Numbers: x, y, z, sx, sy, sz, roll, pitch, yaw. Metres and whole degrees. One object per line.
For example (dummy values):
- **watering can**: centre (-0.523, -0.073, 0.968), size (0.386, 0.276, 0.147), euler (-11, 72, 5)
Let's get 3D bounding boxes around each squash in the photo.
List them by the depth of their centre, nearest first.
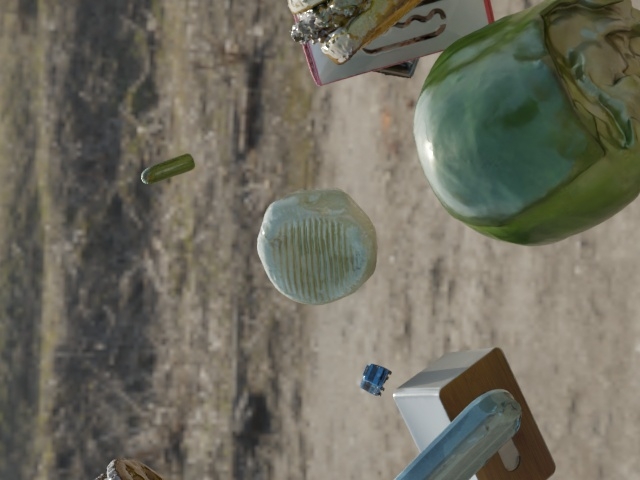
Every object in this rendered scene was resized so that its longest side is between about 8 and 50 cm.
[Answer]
- **squash**: centre (-0.227, -0.104, 1.862), size (0.027, 0.083, 0.027), euler (39, 141, 42)

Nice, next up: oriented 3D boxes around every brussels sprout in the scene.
- **brussels sprout**: centre (0.277, -0.154, 1.573), size (0.314, 0.276, 0.371), euler (-27, 20, 48)

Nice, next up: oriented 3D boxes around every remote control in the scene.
- **remote control**: centre (0.185, 0.308, 1.776), size (0.247, 0.104, 0.052), euler (-46, 52, 6)

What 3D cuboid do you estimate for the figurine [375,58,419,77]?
- **figurine**: centre (0.084, -0.447, 2.433), size (0.308, 0.143, 0.309), euler (163, 90, -79)

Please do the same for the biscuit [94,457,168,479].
- **biscuit**: centre (-0.207, 0.374, 1.679), size (0.066, 0.220, 0.220), euler (-51, 23, 4)

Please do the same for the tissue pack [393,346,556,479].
- **tissue pack**: centre (0.258, 0.323, 2.138), size (0.136, 0.159, 0.246), euler (-11, 108, 56)

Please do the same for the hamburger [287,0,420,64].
- **hamburger**: centre (0.045, -0.264, 1.272), size (0.191, 0.118, 0.182), euler (-43, 3, 1)

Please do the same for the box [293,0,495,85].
- **box**: centre (0.086, -0.471, 2.006), size (0.312, 0.314, 0.300), euler (-98, -9, -56)

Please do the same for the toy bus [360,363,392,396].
- **toy bus**: centre (0.094, 0.241, 2.198), size (0.083, 0.046, 0.038), euler (100, -165, -72)

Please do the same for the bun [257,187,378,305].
- **bun**: centre (0.000, 0.000, 2.236), size (0.133, 0.231, 0.231), euler (-78, 1, -59)
